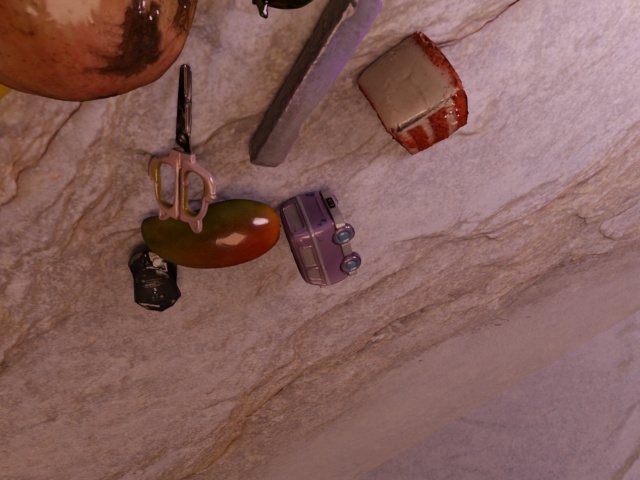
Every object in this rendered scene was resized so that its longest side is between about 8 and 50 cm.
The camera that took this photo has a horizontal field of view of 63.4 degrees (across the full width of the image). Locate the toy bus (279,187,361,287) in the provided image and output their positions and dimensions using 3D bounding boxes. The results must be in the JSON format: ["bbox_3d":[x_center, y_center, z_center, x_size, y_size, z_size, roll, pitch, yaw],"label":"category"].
[{"bbox_3d":[0.000,0.000,1.177,0.142,0.142,0.202,-22,136,-4],"label":"toy bus"}]

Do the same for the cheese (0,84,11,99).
[{"bbox_3d":[-0.518,-0.250,0.791,0.126,0.093,0.171,21,126,-34],"label":"cheese"}]

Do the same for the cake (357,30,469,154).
[{"bbox_3d":[0.184,-0.279,1.022,0.158,0.160,0.262,-32,169,13],"label":"cake"}]

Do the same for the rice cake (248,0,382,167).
[{"bbox_3d":[-0.017,-0.291,0.933,0.070,0.064,0.399,10,131,-38],"label":"rice cake"}]

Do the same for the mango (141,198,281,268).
[{"bbox_3d":[-0.228,-0.009,1.106,0.289,0.129,0.146,-11,138,6],"label":"mango"}]

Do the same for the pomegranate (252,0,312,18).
[{"bbox_3d":[-0.037,-0.431,0.729,0.156,0.156,0.220,26,117,-36],"label":"pomegranate"}]

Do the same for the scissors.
[{"bbox_3d":[-0.259,-0.165,0.966,0.160,0.024,0.317,20,120,17],"label":"scissors"}]

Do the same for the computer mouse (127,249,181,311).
[{"bbox_3d":[-0.380,0.087,1.195,0.105,0.062,0.192,-6,129,-11],"label":"computer mouse"}]

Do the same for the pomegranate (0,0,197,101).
[{"bbox_3d":[-0.302,-0.318,0.632,0.322,0.322,0.322,-9,136,-9],"label":"pomegranate"}]
